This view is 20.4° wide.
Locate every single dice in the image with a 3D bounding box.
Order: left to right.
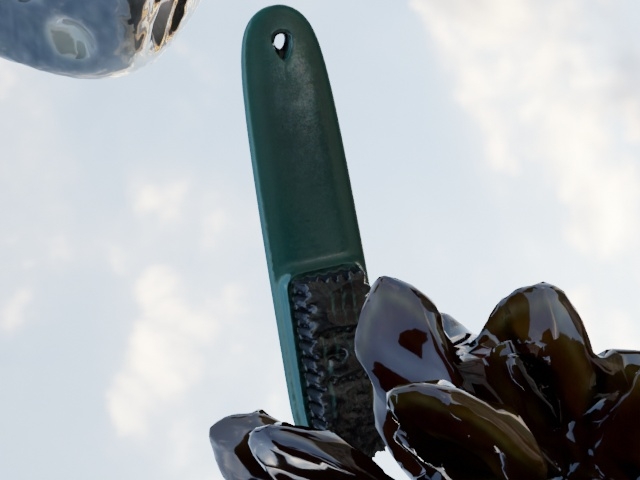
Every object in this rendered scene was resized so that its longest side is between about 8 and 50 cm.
[{"bbox_3d":[-0.171,-0.235,1.241,0.183,0.182,0.181,99,-163,-49],"label":"dice"}]

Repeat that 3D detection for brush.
[{"bbox_3d":[0.000,0.000,0.725,0.043,0.032,0.193,-12,-80,-18],"label":"brush"}]

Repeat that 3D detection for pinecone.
[{"bbox_3d":[0.051,0.153,0.560,0.264,0.264,0.264,9,-102,-49],"label":"pinecone"}]
